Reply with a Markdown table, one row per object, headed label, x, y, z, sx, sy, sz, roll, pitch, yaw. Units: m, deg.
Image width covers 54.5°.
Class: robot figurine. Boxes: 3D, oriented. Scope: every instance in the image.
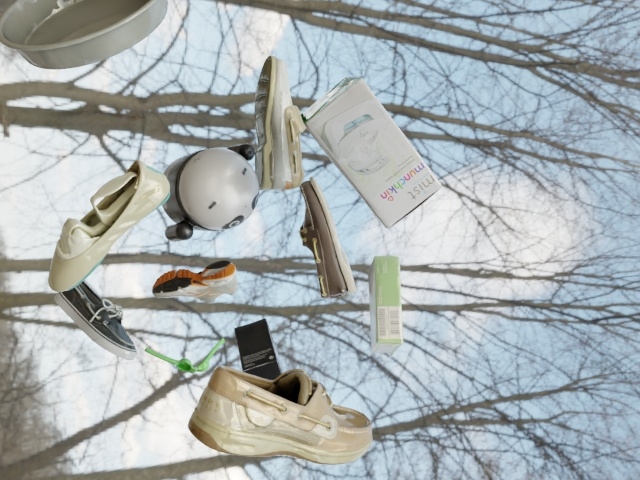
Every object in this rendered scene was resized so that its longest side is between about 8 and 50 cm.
| label | x | y | z | sx | sy | sz | roll | pitch | yaw |
| --- | --- | --- | --- | --- | --- | --- | --- | --- | --- |
| robot figurine | -0.237 | -0.102 | 1.311 | 0.278 | 0.174 | 0.209 | 2 | -87 | 61 |

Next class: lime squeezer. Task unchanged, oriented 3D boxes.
| label | x | y | z | sx | sy | sz | roll | pitch | yaw |
| --- | --- | --- | --- | --- | --- | --- | --- | --- | --- |
| lime squeezer | -0.440 | 0.397 | 2.106 | 0.059 | 0.311 | 0.109 | -21 | -106 | 44 |

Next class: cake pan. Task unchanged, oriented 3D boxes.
| label | x | y | z | sx | sy | sz | roll | pitch | yaw |
| --- | --- | --- | --- | --- | --- | --- | --- | --- | --- |
| cake pan | -0.380 | -0.375 | 1.023 | 0.293 | 0.293 | 0.054 | 54 | -13 | 42 |

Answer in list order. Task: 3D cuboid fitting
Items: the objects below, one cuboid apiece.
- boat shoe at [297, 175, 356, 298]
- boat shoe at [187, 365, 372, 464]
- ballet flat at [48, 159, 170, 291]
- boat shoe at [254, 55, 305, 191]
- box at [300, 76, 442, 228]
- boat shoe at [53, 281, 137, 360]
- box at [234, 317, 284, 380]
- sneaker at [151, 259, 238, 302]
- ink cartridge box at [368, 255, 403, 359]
| label | x | y | z | sx | sy | sz | roll | pitch | yaw |
| --- | --- | --- | --- | --- | --- | --- | --- | --- | --- |
| boat shoe | 0.000 | 0.000 | 1.561 | 0.116 | 0.097 | 0.324 | -97 | 169 | -68 |
| boat shoe | -0.030 | 0.255 | 0.925 | 0.122 | 0.341 | 0.110 | 21 | -90 | 45 |
| ballet flat | -0.344 | -0.028 | 0.959 | 0.248 | 0.086 | 0.086 | -46 | -143 | -7 |
| boat shoe | -0.090 | -0.264 | 1.425 | 0.113 | 0.103 | 0.302 | -159 | -110 | -67 |
| box | 0.080 | -0.167 | 1.131 | 0.127 | 0.231 | 0.262 | -39 | -167 | 7 |
| boat shoe | -0.621 | 0.216 | 1.770 | 0.306 | 0.113 | 0.105 | 37 | -92 | 22 |
| box | -0.150 | 0.379 | 1.724 | 0.184 | 0.103 | 0.261 | -111 | -174 | -57 |
| sneaker | -0.373 | 0.150 | 1.877 | 0.099 | 0.263 | 0.121 | -96 | 175 | -49 |
| ink cartridge box | 0.126 | 0.145 | 1.262 | 0.235 | 0.056 | 0.171 | 96 | -6 | -71 |
